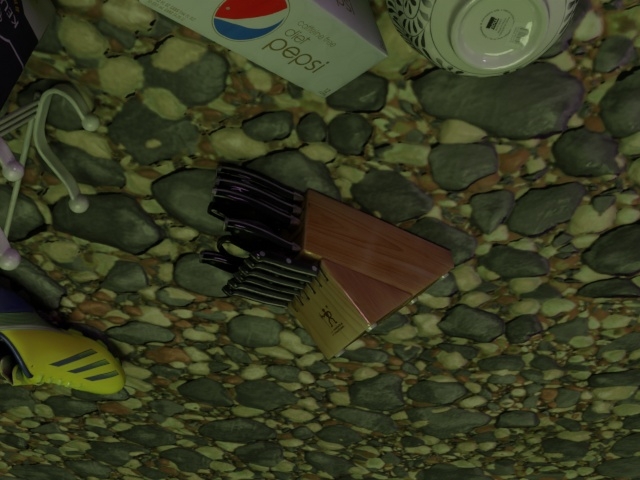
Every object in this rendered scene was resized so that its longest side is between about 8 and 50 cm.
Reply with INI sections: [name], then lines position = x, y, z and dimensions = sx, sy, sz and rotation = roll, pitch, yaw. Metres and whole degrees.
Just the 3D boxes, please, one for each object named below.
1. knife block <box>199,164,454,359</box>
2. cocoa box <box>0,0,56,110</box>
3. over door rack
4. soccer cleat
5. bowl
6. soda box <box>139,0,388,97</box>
[knife block]
position = 0.000, 0.000, 0.766
dimensions = 0.275, 0.242, 0.088
rotation = -25, 165, -46
[cocoa box]
position = -0.373, -0.215, 0.397
dimensions = 0.231, 0.228, 0.347
rotation = -7, 139, 9
[over door rack]
position = -0.356, 0.011, 0.647
dimensions = 0.108, 0.239, 0.324
rotation = 44, 127, -8
[soccer cleat]
position = -0.395, 0.167, 0.925
dimensions = 0.093, 0.121, 0.289
rotation = -19, 136, 22
[bowl]
position = 0.138, -0.189, 0.527
dimensions = 0.170, 0.080, 0.170
rotation = 1, 140, 1
[soda box]
position = -0.036, -0.179, 0.482
dimensions = 0.074, 0.069, 0.216
rotation = -26, 161, 28
